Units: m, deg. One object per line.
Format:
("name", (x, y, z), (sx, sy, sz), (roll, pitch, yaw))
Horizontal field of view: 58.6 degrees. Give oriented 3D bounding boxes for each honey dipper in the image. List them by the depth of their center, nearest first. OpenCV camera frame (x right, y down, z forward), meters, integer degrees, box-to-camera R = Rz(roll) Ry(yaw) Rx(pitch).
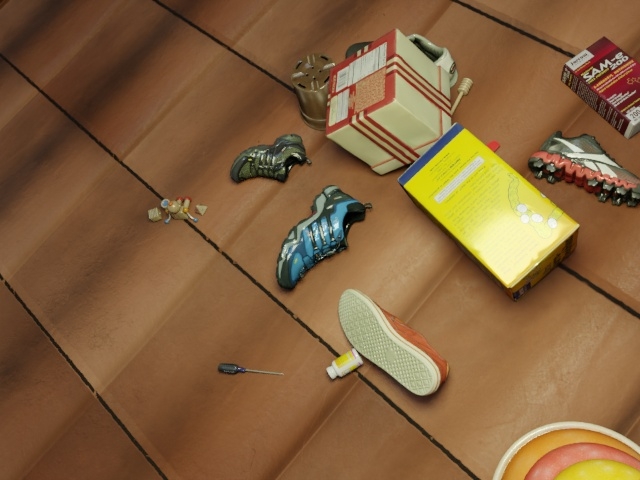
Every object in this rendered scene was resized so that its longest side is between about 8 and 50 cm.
("honey dipper", (0.364, -0.363, 1.537), (0.031, 0.030, 0.160), (23, 80, 22))

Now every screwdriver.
("screwdriver", (-0.174, 0.328, 1.425), (0.170, 0.024, 0.025), (8, 101, 11))

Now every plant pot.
("plant pot", (0.000, -0.420, 1.584), (0.167, 0.165, 0.166), (-6, 67, 14))

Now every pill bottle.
("pill bottle", (0.057, 0.295, 1.356), (0.083, 0.043, 0.043), (-32, 64, 1))

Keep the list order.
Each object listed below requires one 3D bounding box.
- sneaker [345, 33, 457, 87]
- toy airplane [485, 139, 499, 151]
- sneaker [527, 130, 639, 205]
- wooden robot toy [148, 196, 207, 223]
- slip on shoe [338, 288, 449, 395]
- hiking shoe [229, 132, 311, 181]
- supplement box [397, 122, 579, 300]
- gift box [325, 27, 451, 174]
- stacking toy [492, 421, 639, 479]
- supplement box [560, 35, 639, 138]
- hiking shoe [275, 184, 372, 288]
("sneaker", (0.214, -0.520, 1.577), (0.331, 0.146, 0.122), (17, 76, 22))
("toy airplane", (0.411, -0.191, 1.455), (0.151, 0.028, 0.151), (-6, 69, 15))
("sneaker", (0.644, -0.178, 1.346), (0.276, 0.097, 0.135), (27, 81, 24))
("wooden robot toy", (-0.416, -0.097, 1.621), (0.174, 0.079, 0.076), (-2, 69, 14))
("slip on shoe", (0.162, 0.229, 1.329), (0.331, 0.101, 0.122), (38, 118, 36))
("hiking shoe", (-0.142, -0.209, 1.584), (0.227, 0.086, 0.114), (-26, 61, 4))
("supplement box", (0.382, -0.063, 1.308), (0.195, 0.194, 0.356), (-44, 65, 6))
("gift box", (0.169, -0.335, 1.448), (0.277, 0.258, 0.254), (-15, 59, 45))
("stacking toy", (0.461, 0.466, 0.935), (0.351, 0.480, 0.350), (-6, 68, 14))
("supplement box", (0.733, -0.381, 1.415), (0.130, 0.073, 0.239), (-36, 64, 1))
("hiking shoe", (0.000, 0.000, 1.448), (0.132, 0.113, 0.304), (27, 78, 24))
